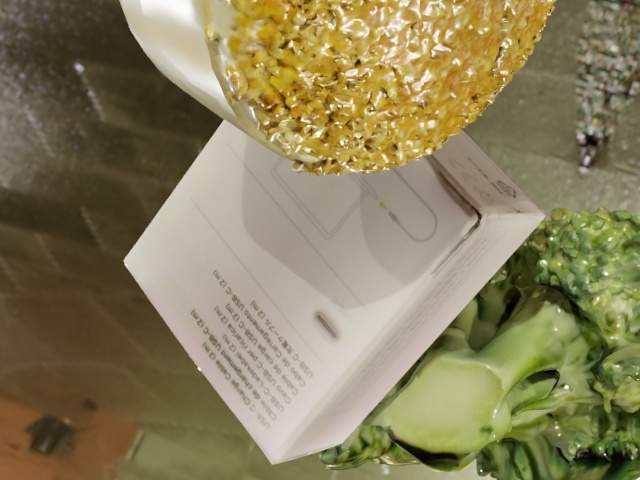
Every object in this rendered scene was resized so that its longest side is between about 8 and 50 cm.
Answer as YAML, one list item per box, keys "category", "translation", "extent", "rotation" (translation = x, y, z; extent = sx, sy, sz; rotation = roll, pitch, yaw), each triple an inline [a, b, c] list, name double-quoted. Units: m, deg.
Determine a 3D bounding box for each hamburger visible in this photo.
- category: "hamburger"
  translation: [0.028, -0.173, 0.618]
  extent: [0.179, 0.276, 0.294]
  rotation: [23, 137, 36]

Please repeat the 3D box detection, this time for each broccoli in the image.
- category: "broccoli"
  translation: [0.154, 0.095, 1.044]
  extent: [0.339, 0.277, 0.317]
  rotation: [7, -174, -10]

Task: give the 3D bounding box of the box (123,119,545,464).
- category: "box"
  translation: [0.000, 0.000, 0.869]
  extent: [0.203, 0.106, 0.251]
  rotation: [49, 116, 22]
